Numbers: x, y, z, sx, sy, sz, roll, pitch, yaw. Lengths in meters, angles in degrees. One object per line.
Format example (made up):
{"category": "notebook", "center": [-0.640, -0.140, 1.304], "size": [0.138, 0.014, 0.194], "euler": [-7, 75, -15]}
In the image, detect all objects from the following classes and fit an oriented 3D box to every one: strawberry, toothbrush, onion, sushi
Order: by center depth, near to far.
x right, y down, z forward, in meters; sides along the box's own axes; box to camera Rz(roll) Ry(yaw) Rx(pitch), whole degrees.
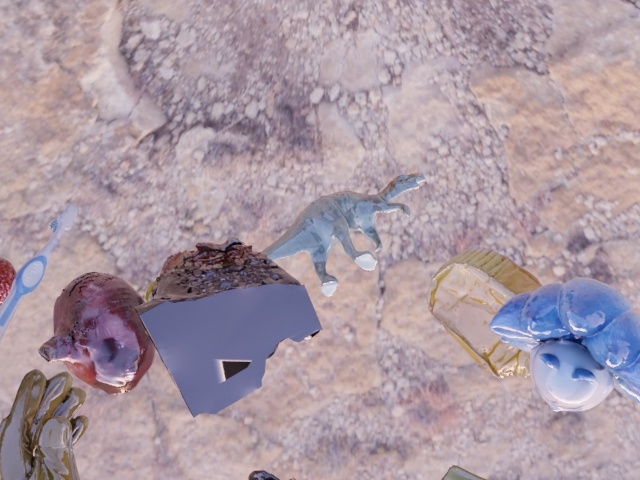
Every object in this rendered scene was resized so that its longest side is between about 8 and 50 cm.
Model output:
{"category": "sushi", "center": [-0.118, 0.075, 1.018], "size": [0.172, 0.150, 0.153], "euler": [-29, 118, -14]}
{"category": "toothbrush", "center": [-0.444, 0.060, 1.345], "size": [0.040, 0.386, 0.040], "euler": [4, 127, 5]}
{"category": "strawberry", "center": [-0.531, 0.065, 1.400], "size": [0.106, 0.106, 0.106], "euler": [0, 114, 1]}
{"category": "onion", "center": [-0.439, 0.188, 1.727], "size": [0.219, 0.252, 0.252], "euler": [-23, 119, -34]}

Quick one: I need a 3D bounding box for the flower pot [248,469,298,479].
{"category": "flower pot", "center": [-0.079, 0.587, 1.649], "size": [0.213, 0.301, 0.301], "euler": [26, 112, -21]}

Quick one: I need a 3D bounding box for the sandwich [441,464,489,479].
{"category": "sandwich", "center": [0.223, 0.366, 1.104], "size": [0.163, 0.079, 0.113], "euler": [17, 141, 32]}

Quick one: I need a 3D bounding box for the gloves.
{"category": "gloves", "center": [-0.397, 0.351, 1.272], "size": [0.141, 0.154, 0.331], "euler": [-12, 85, 0]}

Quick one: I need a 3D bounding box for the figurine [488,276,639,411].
{"category": "figurine", "center": [0.149, 0.060, 0.511], "size": [0.114, 0.114, 0.079], "euler": [34, 87, -13]}

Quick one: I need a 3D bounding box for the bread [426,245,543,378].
{"category": "bread", "center": [0.321, 0.127, 1.604], "size": [0.250, 0.133, 0.179], "euler": [37, 129, 16]}

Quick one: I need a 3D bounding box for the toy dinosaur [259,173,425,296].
{"category": "toy dinosaur", "center": [0.000, 0.000, 1.398], "size": [0.393, 0.205, 0.092], "euler": [-16, 135, -2]}
